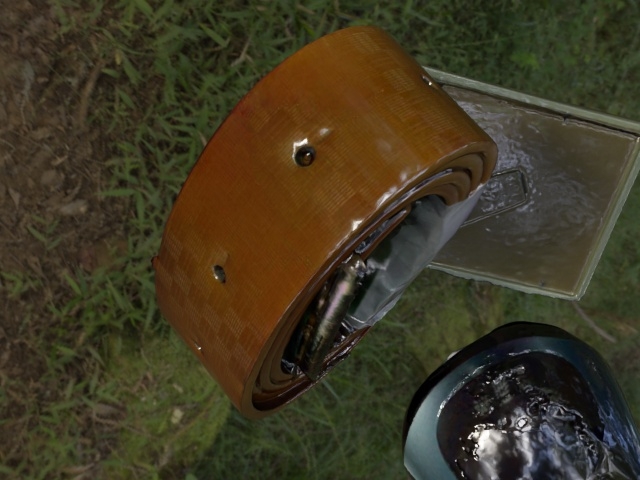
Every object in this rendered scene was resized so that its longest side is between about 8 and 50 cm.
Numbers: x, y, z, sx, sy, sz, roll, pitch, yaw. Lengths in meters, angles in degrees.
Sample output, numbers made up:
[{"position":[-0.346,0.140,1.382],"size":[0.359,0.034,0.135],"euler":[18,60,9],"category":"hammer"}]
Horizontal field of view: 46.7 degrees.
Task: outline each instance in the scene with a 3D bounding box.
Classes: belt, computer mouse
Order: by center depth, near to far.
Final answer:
[{"position":[0.000,0.000,0.435],"size":[0.184,0.105,0.261],"euler":[-34,160,-27],"category":"belt"},{"position":[0.142,0.160,0.437],"size":[0.137,0.096,0.233],"euler":[-31,109,3],"category":"computer mouse"}]

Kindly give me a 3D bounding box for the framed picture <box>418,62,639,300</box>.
[{"position":[0.160,-0.051,0.705],"size":[0.265,0.018,0.192],"euler":[13,111,-8],"category":"framed picture"}]
